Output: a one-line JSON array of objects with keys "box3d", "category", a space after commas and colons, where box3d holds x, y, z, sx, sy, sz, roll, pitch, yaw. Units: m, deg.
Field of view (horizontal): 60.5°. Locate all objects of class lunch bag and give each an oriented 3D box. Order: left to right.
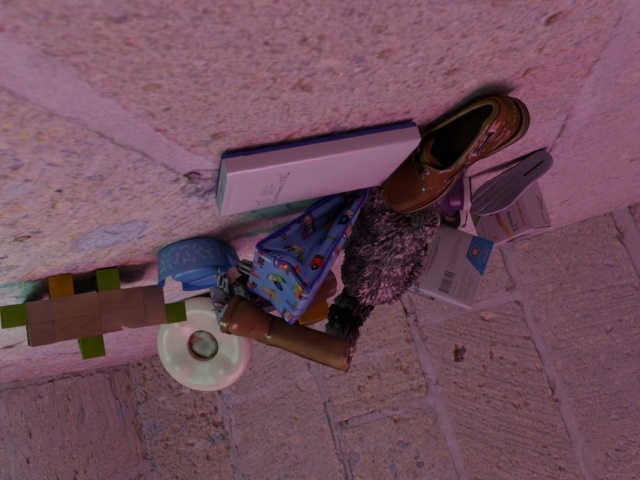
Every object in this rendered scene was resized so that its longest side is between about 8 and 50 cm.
[{"box3d": [0.000, 0.000, 1.129, 0.293, 0.138, 0.221, -46, 172, -26], "category": "lunch bag"}]

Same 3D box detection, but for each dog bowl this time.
[{"box3d": [-0.286, 0.059, 1.320, 0.166, 0.074, 0.297, -18, 168, 6], "category": "dog bowl"}]

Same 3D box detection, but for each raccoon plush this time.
[{"box3d": [0.145, 0.077, 1.248, 0.216, 0.446, 0.299, 12, 171, 3], "category": "raccoon plush"}]

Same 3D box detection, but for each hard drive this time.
[{"box3d": [-0.014, -0.118, 0.938, 0.318, 0.040, 0.210, -13, 168, -16], "category": "hard drive"}]

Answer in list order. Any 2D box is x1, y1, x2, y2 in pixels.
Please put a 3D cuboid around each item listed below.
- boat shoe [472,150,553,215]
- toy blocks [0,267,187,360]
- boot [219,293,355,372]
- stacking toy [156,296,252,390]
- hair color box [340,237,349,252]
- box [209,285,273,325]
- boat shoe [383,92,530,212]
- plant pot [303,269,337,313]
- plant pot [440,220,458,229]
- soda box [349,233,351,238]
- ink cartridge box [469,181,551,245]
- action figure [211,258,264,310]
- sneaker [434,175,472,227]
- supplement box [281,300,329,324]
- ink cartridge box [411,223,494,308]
[{"box3d": [0.478, -0.136, 1.370, 0.226, 0.083, 0.076, -33, 173, 20], "category": "boat shoe"}, {"box3d": [-0.551, 0.177, 1.324, 0.381, 0.191, 0.261, -6, 176, -31], "category": "toy blocks"}, {"box3d": [-0.064, 0.208, 1.208, 0.269, 0.089, 0.236, 18, 172, 13], "category": "boot"}, {"box3d": [-0.390, 0.337, 2.145, 0.350, 0.351, 0.480, -19, -173, 11], "category": "stacking toy"}, {"box3d": [0.019, 0.034, 1.699, 0.141, 0.043, 0.072, -26, 165, 35], "category": "hair color box"}, {"box3d": [-0.235, 0.181, 1.795, 0.163, 0.142, 0.247, -8, 166, -36], "category": "box"}, {"box3d": [0.203, -0.150, 0.951, 0.104, 0.111, 0.307, -5, 153, -45], "category": "boat shoe"}, {"box3d": [-0.038, 0.172, 2.017, 0.165, 0.167, 0.167, -17, 171, -37], "category": "plant pot"}, {"box3d": [0.377, -0.063, 1.649, 0.083, 0.079, 0.083, -15, 169, -3], "category": "plant pot"}, {"box3d": [0.132, 0.002, 1.643, 0.071, 0.067, 0.210, -15, 168, -5], "category": "soda box"}, {"box3d": [0.566, -0.076, 1.656, 0.093, 0.154, 0.212, -7, 166, -32], "category": "ink cartridge box"}, {"box3d": [-0.143, 0.072, 1.280, 0.285, 0.099, 0.185, -39, 169, -23], "category": "action figure"}, {"box3d": [0.313, -0.100, 1.405, 0.124, 0.107, 0.283, -2, 168, 10], "category": "sneaker"}, {"box3d": [-0.077, 0.241, 2.172, 0.129, 0.191, 0.194, -11, 167, -26], "category": "supplement box"}, {"box3d": [0.322, 0.063, 1.585, 0.270, 0.198, 0.197, 21, 173, 9], "category": "ink cartridge box"}]
